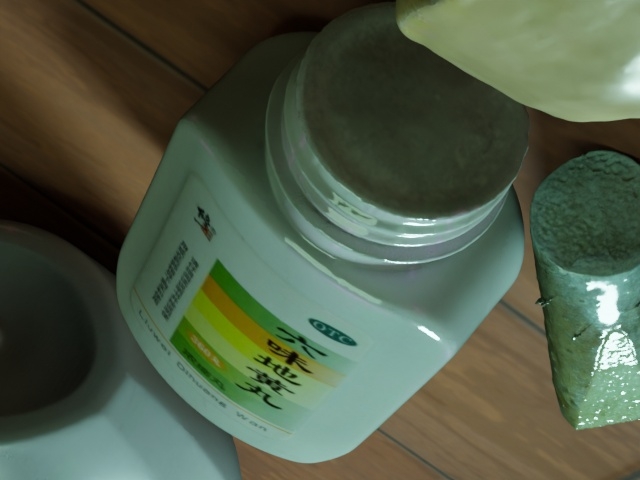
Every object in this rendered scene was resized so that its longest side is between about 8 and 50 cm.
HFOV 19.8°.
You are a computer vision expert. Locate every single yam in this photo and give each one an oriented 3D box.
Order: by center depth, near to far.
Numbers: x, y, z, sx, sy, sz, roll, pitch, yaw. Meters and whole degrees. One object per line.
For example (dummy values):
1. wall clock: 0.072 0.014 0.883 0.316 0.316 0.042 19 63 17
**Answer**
1. yam: 0.140 0.034 0.909 0.068 0.068 0.169 19 150 25

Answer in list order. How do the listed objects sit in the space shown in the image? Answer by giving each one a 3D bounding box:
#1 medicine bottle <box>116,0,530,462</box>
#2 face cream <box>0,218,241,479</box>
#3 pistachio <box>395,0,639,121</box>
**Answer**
1. medicine bottle: 0.000 0.000 0.947 0.179 0.124 0.324 42 152 3
2. face cream: -0.201 0.149 1.301 0.312 0.219 0.357 23 152 19
3. pistachio: 0.116 -0.122 0.579 0.157 0.157 0.229 41 145 -16
